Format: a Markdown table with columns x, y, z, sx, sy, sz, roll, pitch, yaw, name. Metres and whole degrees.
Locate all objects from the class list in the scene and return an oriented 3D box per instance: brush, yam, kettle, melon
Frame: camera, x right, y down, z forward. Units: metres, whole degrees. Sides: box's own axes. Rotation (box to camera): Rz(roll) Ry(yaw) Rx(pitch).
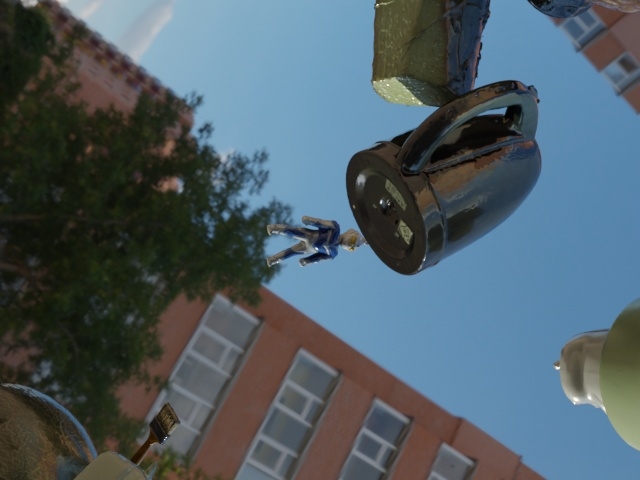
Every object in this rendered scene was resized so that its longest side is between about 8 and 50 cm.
| x | y | z | sx | sy | sz | roll | pitch | yaw | name |
| --- | --- | --- | --- | --- | --- | --- | --- | --- | --- |
| -0.276 | 0.326 | 1.323 | 0.170 | 0.014 | 0.043 | -51 | -118 | 30 | brush |
| 0.201 | -0.374 | 1.444 | 0.202 | 0.201 | 0.271 | 12 | -89 | 50 | yam |
| 0.240 | -0.133 | 1.382 | 0.324 | 0.321 | 0.228 | -25 | -125 | -23 | kettle |
| -0.483 | 0.364 | 1.297 | 0.237 | 0.302 | 0.237 | -48 | 163 | -20 | melon |

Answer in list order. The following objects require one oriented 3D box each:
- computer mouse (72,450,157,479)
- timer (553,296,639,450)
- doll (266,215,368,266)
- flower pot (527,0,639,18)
| x | y | z | sx | sy | sz | roll | pitch | yaw | name |
| --- | --- | --- | --- | --- | --- | --- | --- | --- | --- |
| -0.180 | 0.235 | 0.621 | 0.089 | 0.056 | 0.181 | 43 | -73 | 24 | computer mouse |
| 0.523 | 0.215 | 1.335 | 0.315 | 0.291 | 0.290 | -8 | -130 | 62 | timer |
| 0.000 | 0.000 | 1.722 | 0.057 | 0.227 | 0.114 | -128 | -144 | -61 | doll |
| 0.461 | -0.485 | 1.317 | 0.266 | 0.267 | 0.267 | -58 | -162 | -10 | flower pot |
